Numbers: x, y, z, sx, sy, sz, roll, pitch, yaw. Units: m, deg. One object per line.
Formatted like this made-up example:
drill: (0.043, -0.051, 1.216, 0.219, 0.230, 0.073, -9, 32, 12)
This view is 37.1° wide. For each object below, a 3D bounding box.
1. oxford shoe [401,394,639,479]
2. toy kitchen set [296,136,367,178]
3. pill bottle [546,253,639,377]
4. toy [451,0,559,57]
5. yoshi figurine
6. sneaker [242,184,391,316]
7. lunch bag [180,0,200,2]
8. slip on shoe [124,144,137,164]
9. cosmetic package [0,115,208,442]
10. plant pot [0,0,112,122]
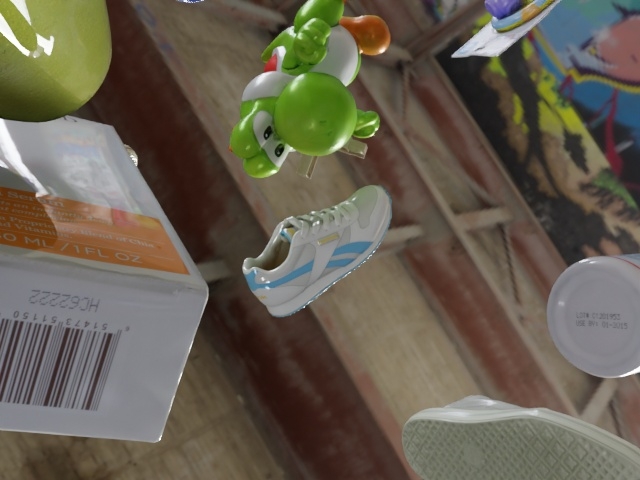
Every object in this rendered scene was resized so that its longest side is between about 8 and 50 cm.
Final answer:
oxford shoe: (0.311, 0.311, 1.399, 0.130, 0.449, 0.169, -12, -84, -38)
toy kitchen set: (0.019, -0.118, 1.400, 0.083, 0.075, 0.068, 19, 179, 8)
pill bottle: (0.248, 0.052, 0.724, 0.160, 0.087, 0.087, -1, -122, -47)
toy: (0.248, -0.303, 1.086, 0.056, 0.237, 0.137, 51, 176, -16)
yoshi figurine: (0.011, -0.229, 1.334, 0.204, 0.203, 0.362, 31, -125, -5)
sneaker: (0.000, 0.000, 1.279, 0.092, 0.229, 0.087, 54, 170, -35)
lunch bag: (-0.043, -0.294, 0.813, 0.176, 0.219, 0.090, 115, 132, -68)
slip on shoe: (-0.483, -0.140, 1.650, 0.331, 0.123, 0.101, -6, -123, -21)
cosmetic package: (-0.291, 0.000, 0.945, 0.230, 0.161, 0.453, 11, -161, -28)
plant pot: (-0.301, -0.222, 0.813, 0.274, 0.275, 0.293, 64, -176, 20)
